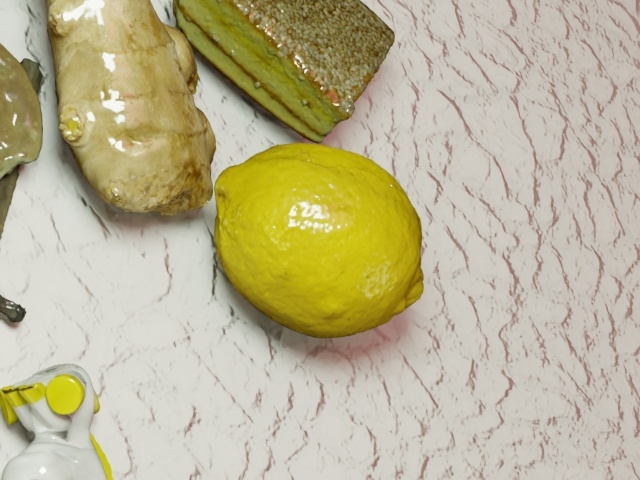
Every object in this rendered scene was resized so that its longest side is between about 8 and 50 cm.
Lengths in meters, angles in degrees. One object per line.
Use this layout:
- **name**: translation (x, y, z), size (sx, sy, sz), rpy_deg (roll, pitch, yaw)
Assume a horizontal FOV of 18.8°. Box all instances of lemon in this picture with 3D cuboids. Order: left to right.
- **lemon**: translation (0.000, 0.000, 2.050), size (0.260, 0.204, 0.204), rpy_deg (29, 54, -21)

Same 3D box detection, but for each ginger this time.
- **ginger**: translation (-0.191, -0.211, 2.008), size (0.236, 0.166, 0.375), rpy_deg (-5, 96, -43)

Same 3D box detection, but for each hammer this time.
- **hammer**: translation (-0.320, -0.060, 1.948), size (0.125, 0.027, 0.297), rpy_deg (26, 56, -22)

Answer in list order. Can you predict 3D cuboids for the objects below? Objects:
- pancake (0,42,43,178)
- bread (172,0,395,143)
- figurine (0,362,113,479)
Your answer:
- **pancake**: translation (-0.382, -0.126, 1.904), size (0.236, 0.042, 0.222), rpy_deg (-20, 77, -33)
- **bread**: translation (-0.045, -0.239, 2.170), size (0.234, 0.110, 0.184), rpy_deg (43, 40, -14)
- **figurine**: translation (-0.244, 0.205, 1.844), size (0.129, 0.109, 0.178), rpy_deg (19, 59, -55)
